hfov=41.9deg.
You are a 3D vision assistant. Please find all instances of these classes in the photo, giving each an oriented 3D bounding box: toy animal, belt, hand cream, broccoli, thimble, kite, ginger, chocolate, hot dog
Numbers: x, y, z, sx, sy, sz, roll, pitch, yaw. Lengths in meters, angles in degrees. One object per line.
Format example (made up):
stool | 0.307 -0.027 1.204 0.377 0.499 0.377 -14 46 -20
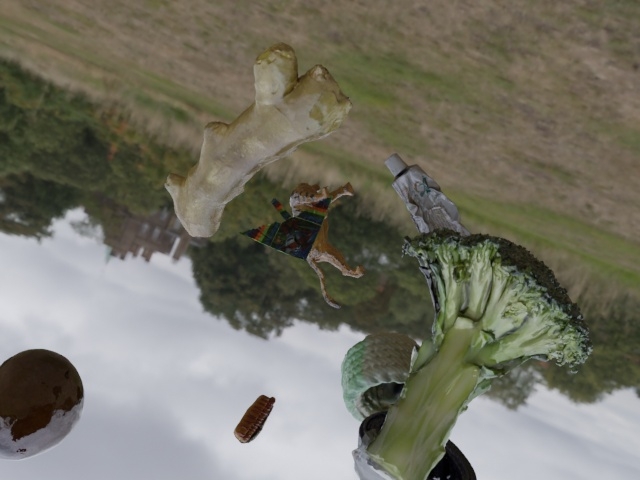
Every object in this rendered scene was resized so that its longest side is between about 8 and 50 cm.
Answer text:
toy animal | -0.005 -0.003 1.467 0.116 0.255 0.114 -22 152 30
belt | 0.152 0.389 1.376 0.140 0.126 0.230 -20 -144 -33
hand cream | 0.185 -0.030 1.323 0.257 0.084 0.050 57 174 -7
broccoli | 0.203 0.173 1.107 0.252 0.361 0.221 13 178 -11
thimble | 0.156 0.318 1.926 0.219 0.219 0.150 24 -142 -23
kite | -0.033 -0.015 1.007 0.090 0.122 0.004 61 174 19
ginger | -0.084 -0.097 0.953 0.118 0.299 0.065 34 -141 -15
chocolate | -0.445 0.258 1.276 0.177 0.176 0.177 23 180 0
hot dog | -0.160 0.441 2.074 0.038 0.144 0.062 -14 120 50
